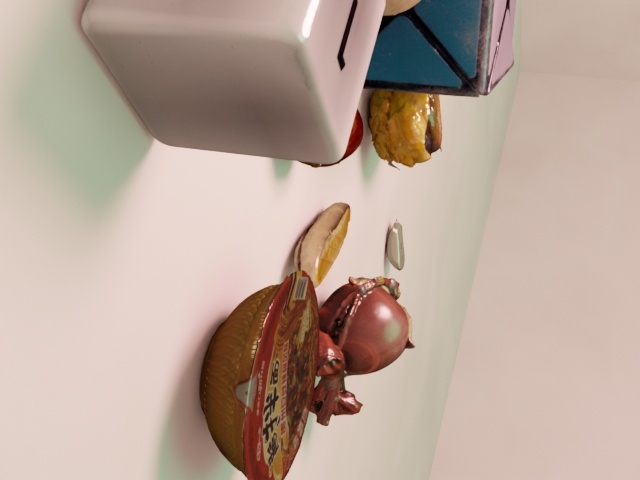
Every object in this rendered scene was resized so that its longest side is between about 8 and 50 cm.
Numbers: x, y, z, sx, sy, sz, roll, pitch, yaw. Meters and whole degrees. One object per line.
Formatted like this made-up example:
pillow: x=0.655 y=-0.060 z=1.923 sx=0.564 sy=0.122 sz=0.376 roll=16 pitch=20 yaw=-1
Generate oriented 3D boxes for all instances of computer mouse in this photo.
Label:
computer mouse: x=0.154 y=0.009 z=1.927 sx=0.056 sy=0.032 sz=0.110 roll=-42 pitch=129 yaw=-67

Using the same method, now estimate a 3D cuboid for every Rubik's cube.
Rubik's cube: x=0.155 y=-0.363 z=1.360 sx=0.255 sy=0.260 sz=0.259 roll=-49 pitch=141 yaw=-62

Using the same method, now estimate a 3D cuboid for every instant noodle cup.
instant noodle cup: x=-0.080 y=0.162 z=1.111 sx=0.274 sy=0.090 sz=0.274 roll=8 pitch=90 yaw=-74

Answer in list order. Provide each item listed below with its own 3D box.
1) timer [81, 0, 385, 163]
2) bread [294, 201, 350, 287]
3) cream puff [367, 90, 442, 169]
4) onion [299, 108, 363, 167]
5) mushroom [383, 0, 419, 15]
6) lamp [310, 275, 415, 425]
timer: x=-0.063 y=-0.202 z=0.811 sx=0.194 sy=0.192 sz=0.195 roll=65 pitch=36 yaw=-62
bread: x=0.001 y=0.000 z=1.373 sx=0.214 sy=0.053 sz=0.073 roll=-58 pitch=156 yaw=-59
cream puff: x=0.148 y=-0.218 z=1.629 sx=0.189 sy=0.129 sz=0.189 roll=-1 pitch=90 yaw=-75
onion: x=0.002 y=-0.148 z=1.217 sx=0.117 sy=0.118 sz=0.119 roll=51 pitch=49 yaw=-74
mushroom: x=0.045 y=-0.364 z=1.165 sx=0.204 sy=0.204 sz=0.204 roll=8 pitch=90 yaw=-74
lamp: x=0.051 y=0.162 z=1.495 sx=0.223 sy=0.151 sz=0.215 roll=-27 pitch=131 yaw=-16
